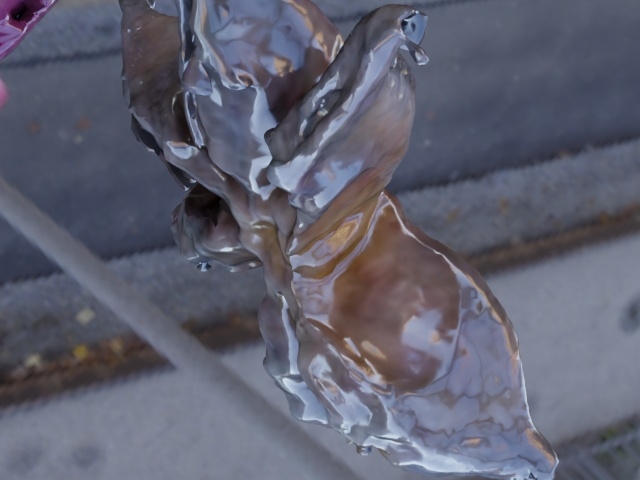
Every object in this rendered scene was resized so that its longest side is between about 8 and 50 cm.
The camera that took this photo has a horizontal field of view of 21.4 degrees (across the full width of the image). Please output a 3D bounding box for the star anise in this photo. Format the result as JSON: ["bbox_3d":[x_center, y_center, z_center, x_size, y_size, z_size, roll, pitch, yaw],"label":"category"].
[{"bbox_3d":[-0.011,-0.008,0.533,0.063,0.172,0.208,-38,133,-20],"label":"star anise"}]

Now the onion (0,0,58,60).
[{"bbox_3d":[-0.260,-0.221,0.783,0.358,0.345,0.358,-2,94,-28],"label":"onion"}]
